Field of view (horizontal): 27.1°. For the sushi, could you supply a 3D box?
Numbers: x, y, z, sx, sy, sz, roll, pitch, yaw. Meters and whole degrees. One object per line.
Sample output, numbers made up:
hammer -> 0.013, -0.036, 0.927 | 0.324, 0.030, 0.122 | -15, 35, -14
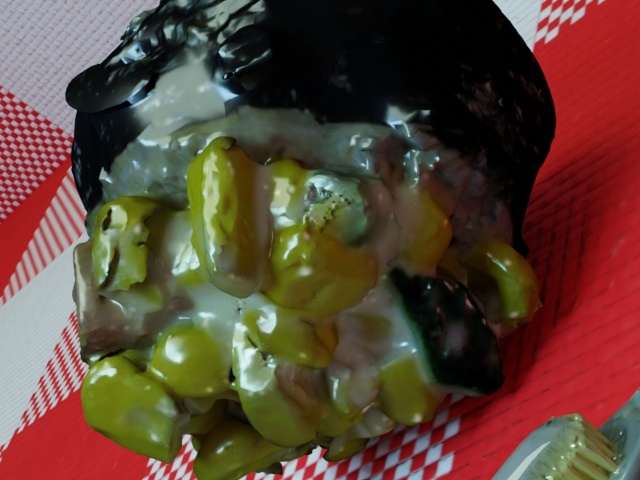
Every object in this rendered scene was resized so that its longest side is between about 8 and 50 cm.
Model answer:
sushi -> 0.000, 0.000, 0.900 | 0.329, 0.328, 0.285 | -27, 43, 25

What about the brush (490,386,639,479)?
brush -> 0.147, 0.101, 0.712 | 0.297, 0.060, 0.068 | -53, 16, -3
